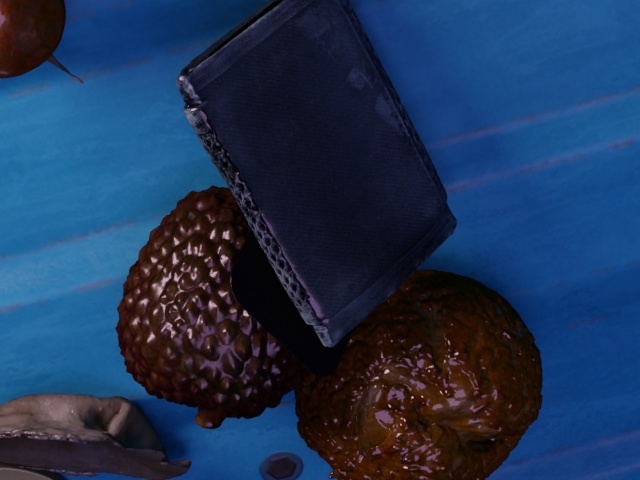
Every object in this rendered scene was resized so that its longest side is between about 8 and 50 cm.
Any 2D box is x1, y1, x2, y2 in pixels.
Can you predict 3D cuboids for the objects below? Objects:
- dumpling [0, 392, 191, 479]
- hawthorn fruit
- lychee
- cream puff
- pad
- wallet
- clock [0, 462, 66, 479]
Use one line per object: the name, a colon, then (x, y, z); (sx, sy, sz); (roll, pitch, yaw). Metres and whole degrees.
dumpling: (-0.311, 0.223, 2.006); (0.332, 0.086, 0.166); (5, 154, -12)
hawthorn fruit: (-0.328, -0.228, 1.701); (0.149, 0.149, 0.189); (-20, 163, 4)
lychee: (-0.111, 0.077, 1.862); (0.236, 0.236, 0.271); (-2, 106, -7)
cream puff: (0.119, 0.182, 1.972); (0.303, 0.212, 0.303); (-4, 118, -7)
pad: (0.000, 0.000, 1.830); (0.004, 0.267, 0.181); (-12, 133, 43)
wallet: (-0.003, -0.089, 1.781); (0.237, 0.075, 0.342); (-44, 118, -30)
clock: (-0.406, 0.370, 2.122); (0.235, 0.029, 0.235); (-5, 122, -8)
